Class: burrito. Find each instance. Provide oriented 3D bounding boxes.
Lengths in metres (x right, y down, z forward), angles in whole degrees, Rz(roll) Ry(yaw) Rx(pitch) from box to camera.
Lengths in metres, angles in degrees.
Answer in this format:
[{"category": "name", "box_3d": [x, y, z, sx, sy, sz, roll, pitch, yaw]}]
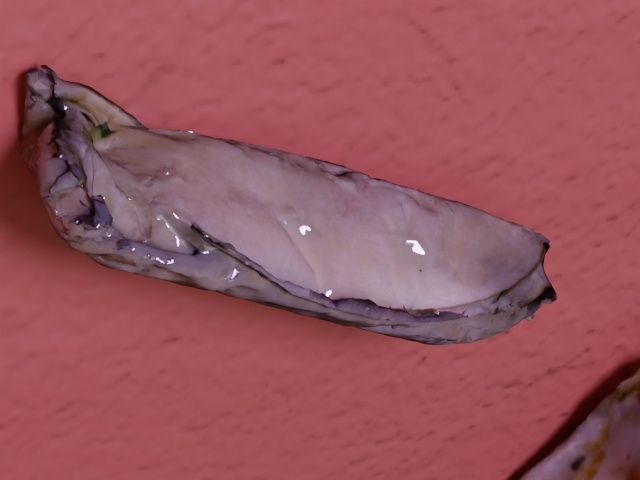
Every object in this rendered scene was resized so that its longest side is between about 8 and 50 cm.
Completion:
[{"category": "burrito", "box_3d": [-0.001, 0.000, 0.657, 0.230, 0.063, 0.058, 18, 85, -38]}]

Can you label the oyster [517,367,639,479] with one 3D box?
[{"category": "oyster", "box_3d": [0.093, 0.174, 0.809, 0.341, 0.166, 0.110, -53, 127, -9]}]
